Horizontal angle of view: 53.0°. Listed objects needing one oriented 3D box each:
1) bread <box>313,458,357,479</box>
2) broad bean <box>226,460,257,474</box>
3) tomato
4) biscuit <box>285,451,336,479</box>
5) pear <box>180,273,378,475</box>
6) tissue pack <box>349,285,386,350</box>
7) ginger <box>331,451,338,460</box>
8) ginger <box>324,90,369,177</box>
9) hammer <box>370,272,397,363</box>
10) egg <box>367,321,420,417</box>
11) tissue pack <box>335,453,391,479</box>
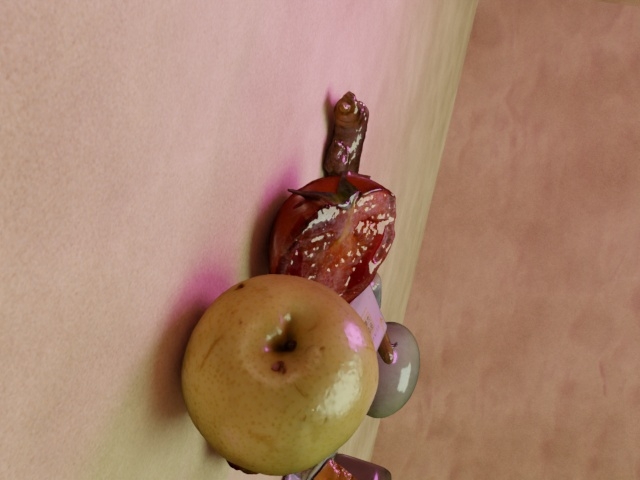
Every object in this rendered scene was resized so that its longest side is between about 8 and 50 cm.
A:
[{"bbox_3d":[0.044,0.686,1.826,0.080,0.109,0.084,-50,167,-20],"label":"bread"},{"bbox_3d":[-0.127,0.361,1.220,0.228,0.122,0.156,87,-4,-62],"label":"broad bean"},{"bbox_3d":[-0.003,-0.006,1.267,0.309,0.170,0.309,-22,133,-26],"label":"tomato"},{"bbox_3d":[0.008,0.588,1.846,0.309,0.079,0.186,-51,158,-2],"label":"biscuit"},{"bbox_3d":[-0.066,0.207,0.993,0.309,0.309,0.309,13,90,-75],"label":"pear"},{"bbox_3d":[0.079,0.242,1.739,0.185,0.124,0.225,65,31,-20],"label":"tissue pack"},{"bbox_3d":[-0.005,0.804,2.097,0.122,0.084,0.290,94,17,-54],"label":"ginger"},{"bbox_3d":[0.054,-0.199,1.478,0.166,0.080,0.333,-38,148,-43],"label":"ginger"},{"bbox_3d":[0.163,0.239,1.946,0.202,0.113,0.305,81,-9,-49],"label":"hammer"},{"bbox_3d":[0.232,0.468,2.338,0.258,0.258,0.352,69,39,-64],"label":"egg"},{"bbox_3d":[0.125,0.963,2.349,0.387,0.267,0.277,78,32,-60],"label":"tissue pack"}]
